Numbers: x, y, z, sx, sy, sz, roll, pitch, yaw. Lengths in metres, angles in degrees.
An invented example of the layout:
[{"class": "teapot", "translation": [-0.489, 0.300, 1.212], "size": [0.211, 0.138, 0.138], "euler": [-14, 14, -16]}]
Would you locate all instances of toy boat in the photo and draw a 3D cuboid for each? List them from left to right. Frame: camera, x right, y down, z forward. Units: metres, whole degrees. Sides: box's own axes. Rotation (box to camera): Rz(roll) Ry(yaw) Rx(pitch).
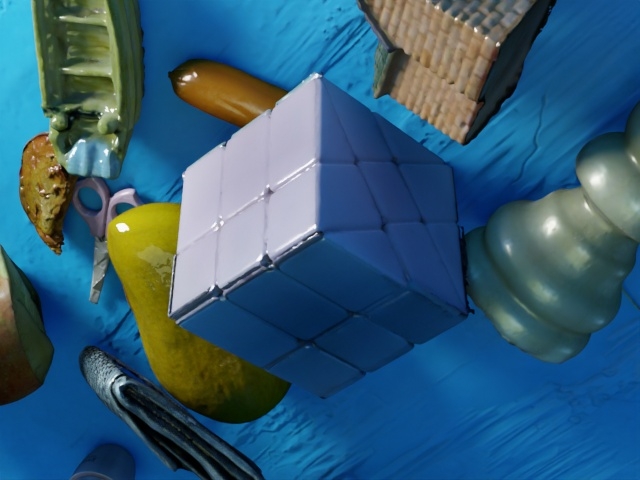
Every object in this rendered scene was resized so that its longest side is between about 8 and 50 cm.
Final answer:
[{"class": "toy boat", "translation": [-0.256, -0.206, 1.359], "size": [0.111, 0.084, 0.276], "euler": [9, 125, 13]}]

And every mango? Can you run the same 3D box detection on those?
[{"class": "mango", "translation": [-0.129, 0.088, 1.493], "size": [0.195, 0.142, 0.332], "euler": [-14, 125, 2]}]

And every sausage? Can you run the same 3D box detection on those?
[{"class": "sausage", "translation": [-0.086, -0.156, 1.359], "size": [0.183, 0.054, 0.062], "euler": [26, 89, 0]}]

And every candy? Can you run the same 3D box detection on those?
[{"class": "candy", "translation": [0.349, 0.053, 1.408], "size": [0.083, 0.025, 0.023], "euler": [43, 154, -27]}]

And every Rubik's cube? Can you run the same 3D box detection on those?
[{"class": "Rubik's cube", "translation": [0.000, 0.000, 1.308], "size": [0.231, 0.221, 0.224], "euler": [31, 131, -32]}]

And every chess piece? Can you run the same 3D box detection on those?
[{"class": "chess piece", "translation": [0.309, -0.036, 1.270], "size": [0.182, 0.182, 0.330], "euler": [36, 122, -11]}]

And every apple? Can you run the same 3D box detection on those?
[{"class": "apple", "translation": [-0.446, 0.112, 1.594], "size": [0.207, 0.174, 0.188], "euler": [44, 167, 38]}]

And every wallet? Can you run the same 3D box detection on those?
[{"class": "wallet", "translation": [-0.200, 0.233, 1.542], "size": [0.237, 0.075, 0.342], "euler": [42, 170, -15]}]

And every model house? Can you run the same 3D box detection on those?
[{"class": "model house", "translation": [0.121, -0.217, 1.198], "size": [0.172, 0.166, 0.183], "euler": [31, 145, 12]}]

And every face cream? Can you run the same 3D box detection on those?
[{"class": "face cream", "translation": [-0.318, 0.353, 1.786], "size": [0.091, 0.095, 0.091], "euler": [8, 128, 10]}]

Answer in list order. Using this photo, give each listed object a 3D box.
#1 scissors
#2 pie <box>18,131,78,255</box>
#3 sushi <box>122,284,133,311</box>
[{"class": "scissors", "translation": [-0.279, 0.008, 1.560], "size": [0.110, 0.021, 0.212], "euler": [22, 127, 5]}, {"class": "pie", "translation": [-0.341, -0.067, 1.510], "size": [0.088, 0.033, 0.191], "euler": [34, 128, 15]}, {"class": "sushi", "translation": [-0.217, 0.053, 1.555], "size": [0.052, 0.055, 0.120], "euler": [14, 128, 34]}]
